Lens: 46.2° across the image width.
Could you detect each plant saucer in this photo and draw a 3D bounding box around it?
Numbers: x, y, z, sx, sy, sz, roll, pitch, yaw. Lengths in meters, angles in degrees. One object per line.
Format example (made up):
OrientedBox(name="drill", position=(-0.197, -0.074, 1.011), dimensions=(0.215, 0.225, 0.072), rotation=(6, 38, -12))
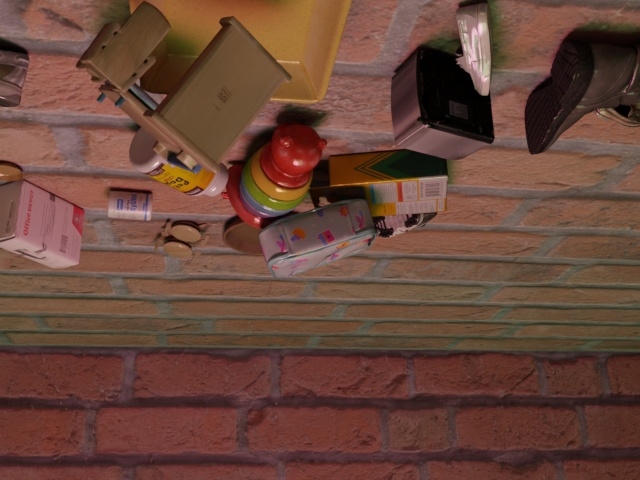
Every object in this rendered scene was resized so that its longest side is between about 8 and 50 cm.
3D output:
OrientedBox(name="plant saucer", position=(-0.140, -0.020, 2.135), dimensions=(0.278, 0.041, 0.278), rotation=(-1, 158, 0))
OrientedBox(name="plant saucer", position=(-0.741, -0.164, 1.762), dimensions=(0.083, 0.015, 0.083), rotation=(-2, 159, -1))
OrientedBox(name="plant saucer", position=(-0.135, -0.354, 1.233), dimensions=(0.333, 0.081, 0.333), rotation=(2, 157, -8))

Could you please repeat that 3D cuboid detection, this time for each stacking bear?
OrientedBox(name="stacking bear", position=(-0.086, -0.157, 1.650), dimensions=(0.175, 0.164, 0.289), rotation=(7, 152, -21))

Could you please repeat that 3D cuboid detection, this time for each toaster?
OrientedBox(name="toaster", position=(0.221, -0.252, 1.395), dimensions=(0.186, 0.168, 0.110), rotation=(9, 157, -26))

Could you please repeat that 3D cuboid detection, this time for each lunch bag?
OrientedBox(name="lunch bag", position=(0.000, 0.000, 1.777), dimensions=(0.279, 0.108, 0.224), rotation=(-17, 166, -4))

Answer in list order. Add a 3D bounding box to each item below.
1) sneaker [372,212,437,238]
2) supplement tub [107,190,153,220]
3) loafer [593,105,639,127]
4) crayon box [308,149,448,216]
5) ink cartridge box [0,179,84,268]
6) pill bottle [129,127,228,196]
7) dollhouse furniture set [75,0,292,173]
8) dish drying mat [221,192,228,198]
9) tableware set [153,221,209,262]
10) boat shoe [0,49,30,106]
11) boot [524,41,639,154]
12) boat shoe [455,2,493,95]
OrientedBox(name="sneaker", position=(0.229, -0.057, 2.008), dimensions=(0.106, 0.078, 0.234), rotation=(-10, 176, -31))
OrientedBox(name="supplement tub", position=(-0.481, -0.088, 1.897), dimensions=(0.107, 0.071, 0.071), rotation=(4, 158, -15))
OrientedBox(name="loafer", position=(0.629, -0.266, 1.559), dimensions=(0.125, 0.045, 0.039), rotation=(9, 150, -18))
OrientedBox(name="crayon box", position=(0.141, -0.132, 1.809), dimensions=(0.323, 0.083, 0.203), rotation=(-5, 158, 6))
OrientedBox(name="ink cartridge box", position=(-0.711, -0.036, 1.893), dimensions=(0.092, 0.158, 0.218), rotation=(-10, 156, 22))
OrientedBox(name="pill bottle", position=(-0.302, -0.170, 1.637), dimensions=(0.117, 0.117, 0.215), rotation=(-16, 154, 32))
OrientedBox(name="dollhouse furniture set", position=(-0.250, -0.275, 1.237), dimensions=(0.286, 0.198, 0.303), rotation=(42, 168, -31))
OrientedBox(name="dish drying mat", position=(-0.212, -0.116, 1.928), dimensions=(0.083, 0.008, 0.032), rotation=(-3, 158, 3))
OrientedBox(name="tableware set", position=(-0.396, -0.007, 2.157), dimensions=(0.128, 0.039, 0.194), rotation=(18, 148, -16))
OrientedBox(name="boat shoe", position=(-0.669, -0.323, 1.279), dimensions=(0.320, 0.103, 0.118), rotation=(16, 172, -26))
OrientedBox(name="boot", position=(0.541, -0.270, 1.457), dimensions=(0.223, 0.118, 0.338), rotation=(-5, 163, -5))
OrientedBox(name="boat shoe", position=(0.267, -0.330, 1.311), dimensions=(0.063, 0.066, 0.184), rotation=(3, 148, 18))
